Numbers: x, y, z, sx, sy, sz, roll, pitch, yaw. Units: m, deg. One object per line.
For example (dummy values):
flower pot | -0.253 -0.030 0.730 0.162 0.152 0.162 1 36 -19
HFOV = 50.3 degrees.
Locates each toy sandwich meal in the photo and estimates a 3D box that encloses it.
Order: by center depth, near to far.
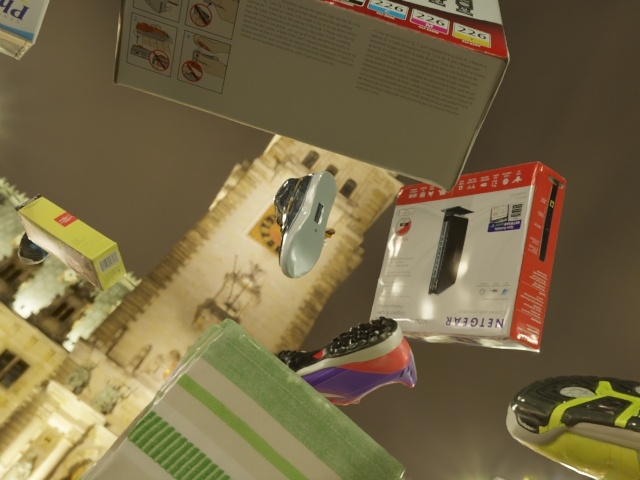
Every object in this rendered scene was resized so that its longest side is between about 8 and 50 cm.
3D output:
toy sandwich meal | 0.000 0.000 1.564 0.085 0.085 0.029 -36 -108 43

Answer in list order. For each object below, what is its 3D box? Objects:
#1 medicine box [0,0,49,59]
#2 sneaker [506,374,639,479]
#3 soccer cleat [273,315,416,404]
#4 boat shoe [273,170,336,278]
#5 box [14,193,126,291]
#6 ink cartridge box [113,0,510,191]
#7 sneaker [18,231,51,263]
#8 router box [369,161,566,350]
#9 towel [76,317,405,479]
medicine box | -0.620 -0.446 1.182 0.263 0.149 0.289 20 -3 -29
sneaker | 0.360 0.232 0.627 0.384 0.145 0.147 15 -79 11
soccer cleat | -0.001 0.230 1.105 0.318 0.109 0.116 -23 -74 16
boat shoe | -0.038 -0.022 1.030 0.083 0.183 0.065 -5 -37 39
box | -0.459 0.001 1.251 0.232 0.058 0.087 27 -39 30
ink cartridge box | 0.004 -0.206 0.658 0.309 0.272 0.130 17 -56 -1
sneaker | -0.616 0.013 1.505 0.080 0.211 0.081 25 -75 -14
router box | 0.255 0.033 1.227 0.082 0.301 0.335 24 -18 -33
towel | -0.111 0.270 0.662 0.248 0.325 0.038 40 -17 4
